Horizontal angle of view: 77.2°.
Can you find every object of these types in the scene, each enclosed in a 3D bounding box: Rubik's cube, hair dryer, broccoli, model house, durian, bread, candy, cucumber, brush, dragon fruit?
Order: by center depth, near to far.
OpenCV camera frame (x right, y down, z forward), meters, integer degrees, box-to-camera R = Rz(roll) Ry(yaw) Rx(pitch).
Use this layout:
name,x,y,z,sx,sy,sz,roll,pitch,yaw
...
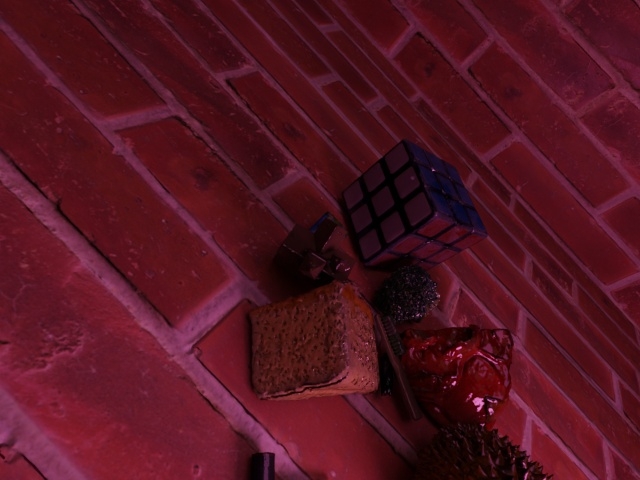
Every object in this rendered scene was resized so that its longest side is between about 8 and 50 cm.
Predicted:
name,x,y,z,sx,sy,sz,roll,pitch,yaw
hair dryer,-0.046,0.501,0.751,0.195,0.050,0.173,23,48,-30
durian,0.368,0.590,0.848,0.385,0.347,0.348,32,30,32
model house,-0.005,0.036,0.961,0.181,0.176,0.248,33,5,-3
bread,-0.002,0.259,0.967,0.315,0.279,0.248,67,12,-57
cucumber,0.174,0.348,1.047,0.033,0.034,0.134,8,26,3
brush,0.214,0.326,1.064,0.054,0.048,0.282,21,46,-59
dragon fruit,0.374,0.361,1.089,0.329,0.228,0.285,31,44,-21
candy,0.000,0.000,1.176,0.097,0.062,0.194,47,40,-3
broccoli,0.270,0.181,1.209,0.194,0.194,0.219,35,60,-15
Rubik's cube,0.299,-0.092,1.313,0.305,0.304,0.300,16,49,-40

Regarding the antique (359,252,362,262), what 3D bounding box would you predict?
name,x,y,z,sx,sy,sz,roll,pitch,yaw
antique,0.137,-0.006,1.336,0.031,0.015,0.191,21,46,-29
